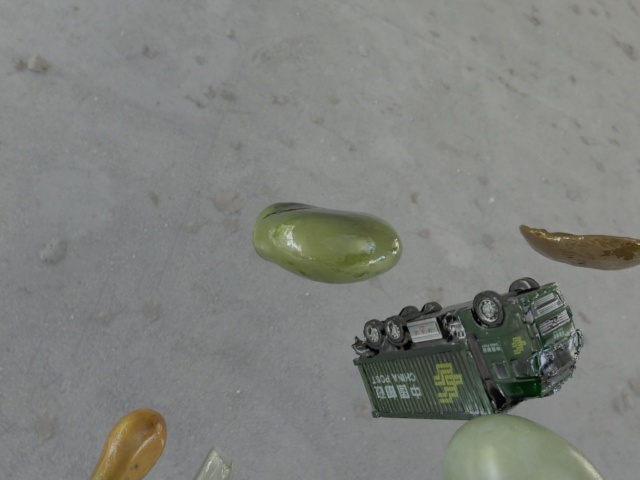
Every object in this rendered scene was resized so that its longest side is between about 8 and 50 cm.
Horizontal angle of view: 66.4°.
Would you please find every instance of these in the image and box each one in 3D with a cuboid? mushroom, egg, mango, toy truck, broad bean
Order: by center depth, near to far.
[{"bbox_3d":[0.170,0.210,0.391,0.152,0.114,0.114,41,51,21],"label":"egg"},{"bbox_3d":[0.144,0.123,0.532,0.088,0.259,0.121,-14,82,-36],"label":"toy truck"},{"bbox_3d":[0.000,0.001,0.853,0.238,0.291,0.119,-5,103,-54],"label":"broad bean"},{"bbox_3d":[-0.334,0.376,0.858,0.089,0.115,0.164,22,84,22],"label":"mango"},{"bbox_3d":[-0.331,0.653,1.196,0.122,0.159,0.328,34,79,39],"label":"mushroom"}]

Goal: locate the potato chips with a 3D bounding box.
[{"bbox_3d":[0.454,0.015,0.851,0.208,0.195,0.061,7,95,-1],"label":"potato chips"}]
